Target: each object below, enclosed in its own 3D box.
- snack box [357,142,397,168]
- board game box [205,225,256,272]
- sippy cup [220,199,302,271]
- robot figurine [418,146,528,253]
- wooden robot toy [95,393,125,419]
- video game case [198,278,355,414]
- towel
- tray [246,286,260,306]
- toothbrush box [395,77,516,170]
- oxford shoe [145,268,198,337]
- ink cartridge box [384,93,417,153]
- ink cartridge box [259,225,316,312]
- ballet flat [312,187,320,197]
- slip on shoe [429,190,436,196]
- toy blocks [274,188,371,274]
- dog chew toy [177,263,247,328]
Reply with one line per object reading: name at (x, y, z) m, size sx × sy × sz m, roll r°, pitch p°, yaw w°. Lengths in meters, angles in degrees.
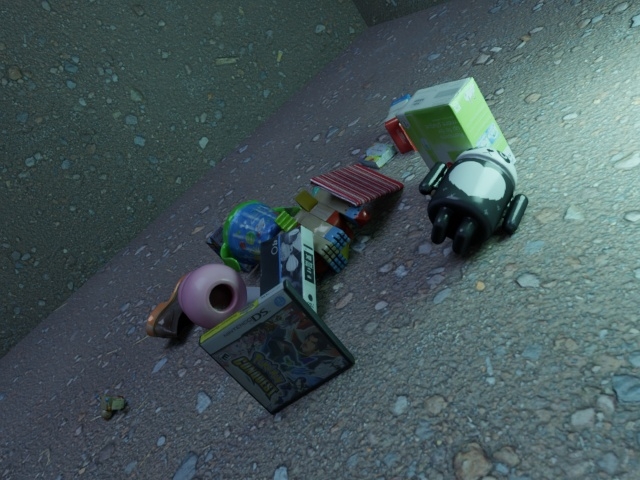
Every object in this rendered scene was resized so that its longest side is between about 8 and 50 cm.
snack box at (0.216, -0.325, 2.019) m, size 0.100 × 0.037 × 0.141 m, roll -42°, pitch 26°, yaw -10°
board game box at (-0.355, 0.028, 2.014) m, size 0.060 × 0.194 × 0.194 m, roll -49°, pitch 28°, yaw -19°
sippy cup at (-0.186, -0.010, 1.851) m, size 0.224 × 0.240 × 0.305 m, roll 15°, pitch 81°, yaw 48°
robot figurine at (0.372, -0.105, 1.303) m, size 0.278 × 0.209 × 0.173 m, roll -55°, pitch 18°, yaw -24°
wooden robot toy at (-0.704, 0.565, 1.781) m, size 0.173 × 0.076 × 0.079 m, roll -8°, pitch 75°, yaw 47°
video game case at (-0.097, 0.255, 1.224) m, size 0.248 × 0.275 × 0.035 m, roll -34°, pitch 24°, yaw 10°
towel at (0.121, -0.178, 1.692) m, size 0.199 × 0.031 × 0.275 m, roll 29°, pitch 33°, yaw 29°
tray at (-0.227, 0.216, 1.736) m, size 0.270 × 0.030 × 0.145 m, roll -4°, pitch 43°, yaw 49°
toothbrush box at (0.375, -0.285, 1.470) m, size 0.122 × 0.283 × 0.206 m, roll -50°, pitch 29°, yaw -20°
oxford shoe at (-0.494, 0.241, 1.983) m, size 0.133 × 0.130 × 0.363 m, roll 11°, pitch 39°, yaw 16°
ink cartridge box at (0.307, -0.418, 1.939) m, size 0.078 × 0.134 × 0.231 m, roll -20°, pitch 31°, yaw 33°
ink cartridge box at (-0.094, 0.134, 1.502) m, size 0.165 × 0.065 × 0.332 m, roll -23°, pitch 57°, yaw 30°
ballet flat at (0.002, -0.140, 1.975) m, size 0.087 × 0.083 × 0.247 m, roll -53°, pitch 17°, yaw 30°
slip on shoe at (0.344, -0.138, 1.539) m, size 0.041 × 0.051 × 0.135 m, roll -32°, pitch 23°, yaw 1°
toy blocks at (0.000, 0.000, 1.655) m, size 0.381 × 0.191 × 0.261 m, roll -47°, pitch 37°, yaw -9°
dog chew toy at (-0.373, 0.178, 1.737) m, size 0.206 × 0.206 × 0.332 m, roll -50°, pitch 21°, yaw -21°
